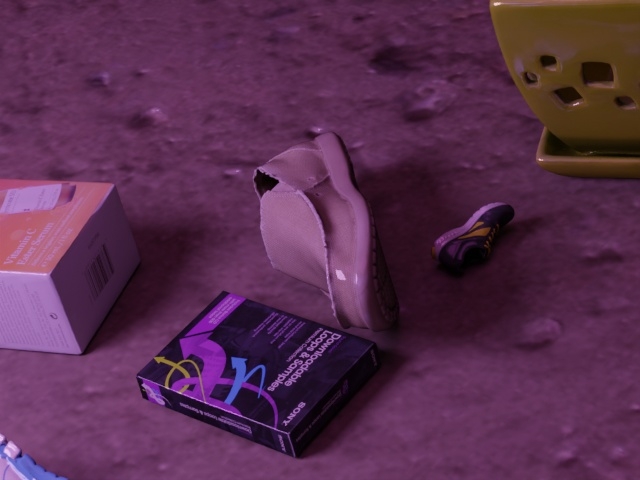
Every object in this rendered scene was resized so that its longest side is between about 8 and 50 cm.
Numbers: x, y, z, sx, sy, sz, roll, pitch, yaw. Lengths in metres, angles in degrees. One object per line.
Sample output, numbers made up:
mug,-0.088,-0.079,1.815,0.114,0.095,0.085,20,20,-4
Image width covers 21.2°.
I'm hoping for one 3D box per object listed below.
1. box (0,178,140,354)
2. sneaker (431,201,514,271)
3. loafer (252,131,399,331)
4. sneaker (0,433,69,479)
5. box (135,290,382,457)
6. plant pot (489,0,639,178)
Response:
box,-0.265,0.019,1.483,0.170,0.091,0.130,3,40,22
sneaker,0.133,0.000,1.424,0.083,0.031,0.035,-34,53,-17
loafer,0.000,0.000,1.416,0.092,0.102,0.268,-17,27,-1
sneaker,-0.227,0.202,1.250,0.190,0.071,0.083,21,55,39
box,-0.049,0.102,1.350,0.162,0.029,0.116,17,47,34
plant pot,0.285,-0.177,1.450,0.228,0.207,0.227,2,40,21
